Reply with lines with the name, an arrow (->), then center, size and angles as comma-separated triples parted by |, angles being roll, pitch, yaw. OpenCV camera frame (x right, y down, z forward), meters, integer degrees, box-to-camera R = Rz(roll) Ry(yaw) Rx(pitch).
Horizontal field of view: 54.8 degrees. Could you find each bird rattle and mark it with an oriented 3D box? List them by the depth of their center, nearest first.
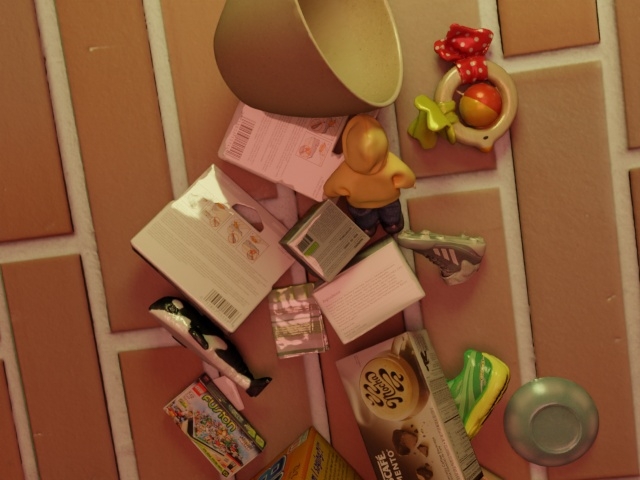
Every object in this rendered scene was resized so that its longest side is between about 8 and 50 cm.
bird rattle -> 0.283, -0.283, 1.194 | 0.206, 0.143, 0.254 | 29, 85, -10

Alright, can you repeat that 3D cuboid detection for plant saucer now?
plant saucer -> 0.477, 0.379, 1.264 | 0.194, 0.037, 0.195 | 1, 95, 6

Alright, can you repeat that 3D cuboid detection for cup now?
cup -> -0.043, -0.346, 1.055 | 0.236, 0.331, 0.331 | -16, 95, 34

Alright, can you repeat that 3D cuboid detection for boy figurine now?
boy figurine -> 0.084, -0.110, 1.129 | 0.177, 0.285, 0.092 | -10, 56, 8

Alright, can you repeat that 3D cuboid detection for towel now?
towel -> -0.050, 0.169, 1.296 | 0.113, 0.023, 0.152 | -10, 95, 5

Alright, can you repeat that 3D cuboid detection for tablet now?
tablet -> -0.203, 0.334, 1.335 | 0.054, 0.006, 0.083 | -21, 93, 7

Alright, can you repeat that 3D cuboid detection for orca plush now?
orca plush -> -0.212, 0.197, 1.276 | 0.287, 0.151, 0.102 | 36, 67, 4

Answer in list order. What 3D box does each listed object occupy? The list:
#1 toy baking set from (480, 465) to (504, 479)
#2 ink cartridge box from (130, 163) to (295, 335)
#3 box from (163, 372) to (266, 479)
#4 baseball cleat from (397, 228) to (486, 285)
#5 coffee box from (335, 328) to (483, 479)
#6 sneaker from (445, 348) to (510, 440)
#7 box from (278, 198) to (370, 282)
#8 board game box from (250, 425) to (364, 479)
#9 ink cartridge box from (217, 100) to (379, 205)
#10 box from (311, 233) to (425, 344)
toy baking set -> 0.326, 0.576, 1.304 | 0.256, 0.030, 0.197 | 27, 100, 2
ink cartridge box -> -0.206, 0.016, 1.269 | 0.275, 0.060, 0.239 | 42, 70, 2
box -> -0.226, 0.398, 1.324 | 0.114, 0.036, 0.207 | -41, 91, 13
baseball cleat -> 0.236, 0.035, 1.200 | 0.205, 0.072, 0.110 | 4, 102, -24
coffee box -> 0.169, 0.341, 1.185 | 0.168, 0.119, 0.297 | -26, 74, 24
sneaker -> 0.269, 0.349, 1.260 | 0.123, 0.109, 0.296 | 38, 104, 29
box -> 0.000, 0.000, 1.169 | 0.103, 0.203, 0.114 | 44, 84, -7
board game box -> -0.040, 0.660, 1.177 | 0.356, 0.356, 0.356 | -43, 91, 8
ink cartridge box -> -0.028, -0.248, 1.229 | 0.261, 0.066, 0.296 | 25, 98, 2
box -> 0.092, 0.088, 1.195 | 0.181, 0.181, 0.119 | -32, 92, 7
